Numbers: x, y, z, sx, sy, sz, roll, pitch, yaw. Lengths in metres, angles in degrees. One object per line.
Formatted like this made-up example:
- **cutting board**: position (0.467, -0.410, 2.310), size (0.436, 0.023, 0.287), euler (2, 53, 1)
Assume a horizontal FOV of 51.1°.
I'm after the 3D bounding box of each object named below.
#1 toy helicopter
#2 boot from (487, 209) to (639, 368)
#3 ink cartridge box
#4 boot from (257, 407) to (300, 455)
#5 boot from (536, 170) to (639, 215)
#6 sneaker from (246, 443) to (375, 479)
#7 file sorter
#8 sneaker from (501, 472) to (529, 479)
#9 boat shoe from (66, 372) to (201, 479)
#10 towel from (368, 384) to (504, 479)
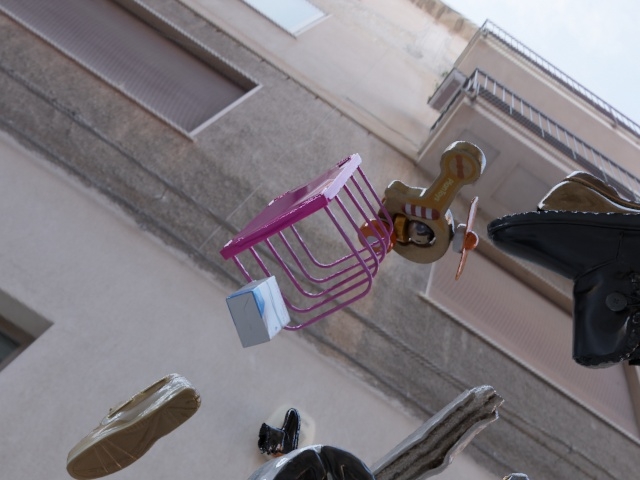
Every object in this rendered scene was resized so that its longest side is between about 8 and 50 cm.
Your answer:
- **toy helicopter**: position (0.242, -0.061, 1.361), size (0.235, 0.140, 0.355), euler (35, -36, 6)
- **boot**: position (0.352, 0.068, 0.919), size (0.247, 0.094, 0.207), euler (1, -105, 17)
- **ink cartridge box**: position (-0.054, 0.062, 0.618), size (0.028, 0.083, 0.048), euler (-18, -85, 15)
- **boot**: position (-0.098, 0.445, 1.564), size (0.099, 0.121, 0.045), euler (24, -34, -36)
- **boot**: position (0.478, -0.002, 1.046), size (0.305, 0.115, 0.112), euler (35, -34, 42)
- **sneaker**: position (-0.052, 0.249, 0.384), size (0.100, 0.271, 0.108), euler (34, -24, -10)
- **file sorter**: position (0.000, 0.000, 1.178), size (0.202, 0.290, 0.182), euler (-28, -79, 22)
- **sneaker**: position (0.311, 0.486, 1.084), size (0.084, 0.083, 0.214), euler (12, -91, -22)
- **boat shoe**: position (-0.227, 0.221, 0.807), size (0.170, 0.059, 0.063), euler (-30, -51, -18)
- **towel**: position (0.093, 0.269, 0.783), size (0.282, 0.187, 0.049), euler (-38, -107, -3)
